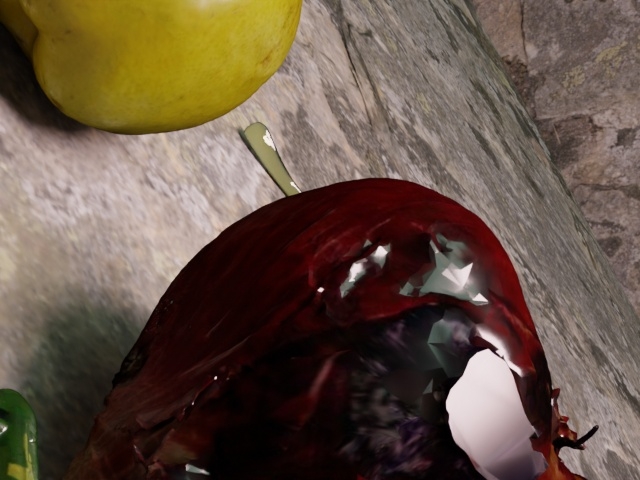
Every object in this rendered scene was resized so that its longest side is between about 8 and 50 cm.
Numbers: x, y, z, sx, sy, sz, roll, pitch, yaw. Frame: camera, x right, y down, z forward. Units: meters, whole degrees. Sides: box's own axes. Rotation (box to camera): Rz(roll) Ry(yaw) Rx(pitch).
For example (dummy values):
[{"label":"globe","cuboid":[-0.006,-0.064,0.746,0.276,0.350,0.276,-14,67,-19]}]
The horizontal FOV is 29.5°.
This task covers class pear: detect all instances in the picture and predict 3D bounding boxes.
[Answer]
[{"label":"pear","cuboid":[-0.106,-0.159,0.739,0.200,0.200,0.200,48,21,-25]}]

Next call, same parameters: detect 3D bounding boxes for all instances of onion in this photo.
[{"label":"onion","cuboid":[0.024,0.112,0.596,0.281,0.221,0.281,13,70,-40]}]

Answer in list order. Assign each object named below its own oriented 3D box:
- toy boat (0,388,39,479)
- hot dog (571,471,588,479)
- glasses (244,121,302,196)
[{"label":"toy boat","cuboid":[-0.135,0.117,0.428,0.104,0.052,0.210,43,23,-43]},{"label":"hot dog","cuboid":[0.153,0.201,0.971,0.162,0.082,0.270,61,20,17]},{"label":"glasses","cuboid":[0.030,-0.020,0.980,0.239,0.102,0.207,29,34,-54]}]
